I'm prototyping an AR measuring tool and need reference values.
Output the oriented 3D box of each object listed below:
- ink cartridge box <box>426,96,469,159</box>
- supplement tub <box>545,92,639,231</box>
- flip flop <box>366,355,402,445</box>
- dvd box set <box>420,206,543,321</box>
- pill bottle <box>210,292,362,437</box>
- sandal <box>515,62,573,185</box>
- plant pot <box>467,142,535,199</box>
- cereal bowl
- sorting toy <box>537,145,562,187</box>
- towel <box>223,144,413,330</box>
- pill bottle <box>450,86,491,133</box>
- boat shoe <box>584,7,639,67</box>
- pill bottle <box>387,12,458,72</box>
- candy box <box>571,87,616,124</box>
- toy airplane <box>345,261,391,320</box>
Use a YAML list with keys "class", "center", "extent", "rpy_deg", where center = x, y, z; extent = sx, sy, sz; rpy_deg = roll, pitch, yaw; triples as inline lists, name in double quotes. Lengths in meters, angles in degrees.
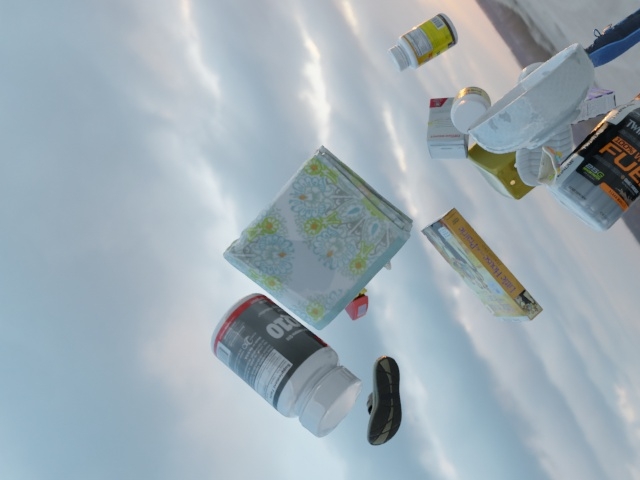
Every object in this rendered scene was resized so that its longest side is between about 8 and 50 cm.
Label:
- class: "ink cartridge box"
  center: [0.437, -0.380, 2.255]
  extent: [0.127, 0.128, 0.176]
  rpy_deg: [54, -139, -60]
- class: "supplement tub"
  center: [0.772, -0.205, 1.720]
  extent: [0.207, 0.338, 0.207]
  rpy_deg: [39, -170, -8]
- class: "flip flop"
  center: [0.185, 0.490, 2.038]
  extent: [0.112, 0.080, 0.276]
  rpy_deg: [1, -90, -26]
- class: "dvd box set"
  center: [0.516, 0.090, 2.174]
  extent: [0.420, 0.062, 0.307]
  rpy_deg: [50, 173, 2]
- class: "pill bottle"
  center: [-0.066, 0.242, 1.302]
  extent: [0.283, 0.161, 0.161]
  rpy_deg: [35, -167, 25]
- class: "sandal"
  center: [0.675, -0.355, 2.014]
  extent: [0.102, 0.170, 0.416]
  rpy_deg: [-85, -14, -51]
- class: "plant pot"
  center: [0.653, -0.261, 2.246]
  extent: [0.212, 0.212, 0.187]
  rpy_deg: [42, -164, -28]
- class: "cereal bowl"
  center: [0.544, -0.330, 1.662]
  extent: [0.141, 0.339, 0.339]
  rpy_deg: [50, -158, -3]
- class: "sorting toy"
  center: [0.497, -0.151, 1.424]
  extent: [0.075, 0.045, 0.083]
  rpy_deg: [-72, -17, -56]
- class: "towel"
  center: [0.000, 0.000, 1.631]
  extent: [0.321, 0.374, 0.090]
  rpy_deg: [40, -171, -11]
- class: "pill bottle"
  center: [0.453, -0.389, 1.988]
  extent: [0.119, 0.119, 0.208]
  rpy_deg: [51, -157, -9]
- class: "boat shoe"
  center: [0.917, -0.629, 2.063]
  extent: [0.089, 0.258, 0.109]
  rpy_deg: [67, -171, 29]
- class: "pill bottle"
  center: [0.332, -0.640, 2.163]
  extent: [0.117, 0.215, 0.117]
  rpy_deg: [59, -178, -3]
- class: "candy box"
  center: [0.878, -0.463, 2.281]
  extent: [0.165, 0.196, 0.070]
  rpy_deg: [-128, 21, -66]
- class: "toy airplane"
  center: [0.108, 0.098, 2.730]
  extent: [0.385, 0.385, 0.272]
  rpy_deg: [31, 167, -25]
